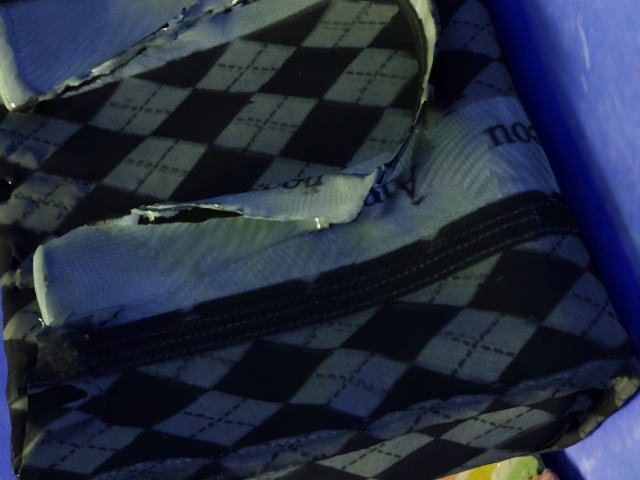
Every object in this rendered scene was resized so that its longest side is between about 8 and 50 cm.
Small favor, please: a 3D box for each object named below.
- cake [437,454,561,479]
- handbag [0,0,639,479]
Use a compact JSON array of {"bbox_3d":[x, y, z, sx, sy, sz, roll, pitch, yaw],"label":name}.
[{"bbox_3d":[0.094,0.203,0.727,0.109,0.090,0.225,-114,20,-54],"label":"cake"},{"bbox_3d":[-0.056,-0.052,0.644,0.180,0.317,0.416,93,161,-64],"label":"handbag"}]
